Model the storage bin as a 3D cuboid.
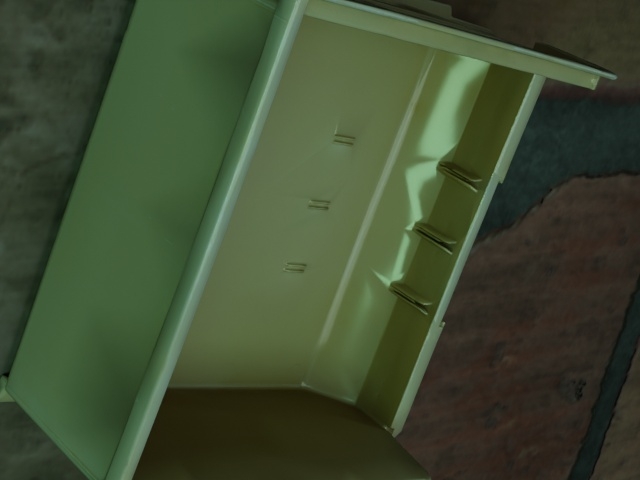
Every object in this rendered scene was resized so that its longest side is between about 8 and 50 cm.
[{"bbox_3d":[0.000,0.000,0.775,0.260,0.123,0.262,6,110,-45],"label":"storage bin"}]
